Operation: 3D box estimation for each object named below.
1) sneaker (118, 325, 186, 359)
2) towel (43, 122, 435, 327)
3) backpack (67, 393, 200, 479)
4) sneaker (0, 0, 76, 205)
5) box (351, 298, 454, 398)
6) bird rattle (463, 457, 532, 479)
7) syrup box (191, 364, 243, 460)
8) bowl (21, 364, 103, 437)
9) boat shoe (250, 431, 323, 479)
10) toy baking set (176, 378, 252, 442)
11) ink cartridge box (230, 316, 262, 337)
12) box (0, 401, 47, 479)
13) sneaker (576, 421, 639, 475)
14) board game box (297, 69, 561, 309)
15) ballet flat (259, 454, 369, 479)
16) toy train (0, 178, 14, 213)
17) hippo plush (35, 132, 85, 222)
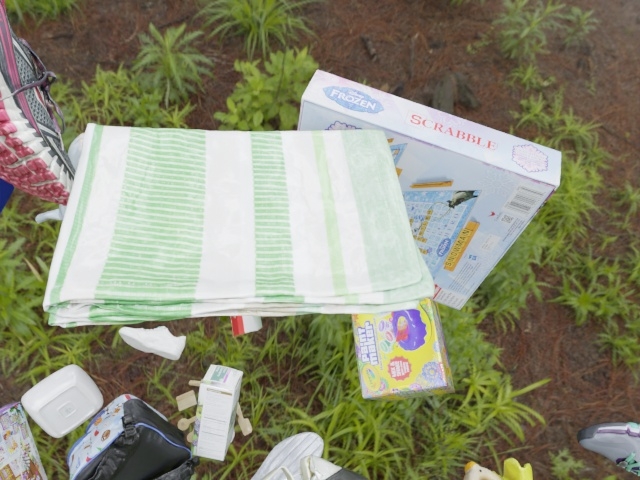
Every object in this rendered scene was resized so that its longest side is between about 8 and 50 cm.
[{"bbox_3d":[-0.545,0.314,1.771,0.212,0.080,0.094,21,55,-3],"label":"sneaker"},{"bbox_3d":[-0.073,-0.032,0.526,0.325,0.038,0.247,-2,50,-9],"label":"towel"},{"bbox_3d":[-0.502,0.547,1.381,0.263,0.276,0.213,-42,33,-9],"label":"backpack"},{"bbox_3d":[-0.370,-0.162,0.673,0.121,0.299,0.112,12,50,20],"label":"sneaker"},{"bbox_3d":[0.186,0.209,1.246,0.177,0.279,0.289,-12,70,14],"label":"box"},{"bbox_3d":[0.421,0.640,1.284,0.207,0.143,0.253,33,36,-7],"label":"bird rattle"},{"bbox_3d":[-0.280,0.465,1.467,0.096,0.236,0.093,11,20,2],"label":"syrup box"},{"bbox_3d":[-0.570,0.366,1.211,0.142,0.142,0.053,-35,31,-21],"label":"bowl"},{"bbox_3d":[-0.121,0.687,1.541,0.121,0.119,0.335,29,50,36],"label":"boat shoe"},{"bbox_3d":[-0.334,0.538,1.711,0.256,0.030,0.196,0,62,5],"label":"toy baking set"},{"bbox_3d":[-0.228,0.186,1.620,0.056,0.224,0.180,-10,86,0],"label":"ink cartridge box"},{"bbox_3d":[-0.863,0.620,1.479,0.057,0.201,0.293,-16,94,10],"label":"box"},{"bbox_3d":[0.518,0.347,0.840,0.224,0.083,0.098,8,54,2],"label":"sneaker"},{"bbox_3d":[0.110,-0.050,0.772,0.318,0.318,0.065,20,54,3],"label":"board game box"},{"bbox_3d":[-0.032,0.439,0.959,0.281,0.095,0.096,-5,69,-38],"label":"ballet flat"},{"bbox_3d":[-0.546,-0.120,0.742,0.143,0.248,0.105,15,68,3],"label":"toy train"},{"bbox_3d":[-0.381,-0.035,0.966,0.294,0.234,0.236,-8,56,-15],"label":"hippo plush"}]
